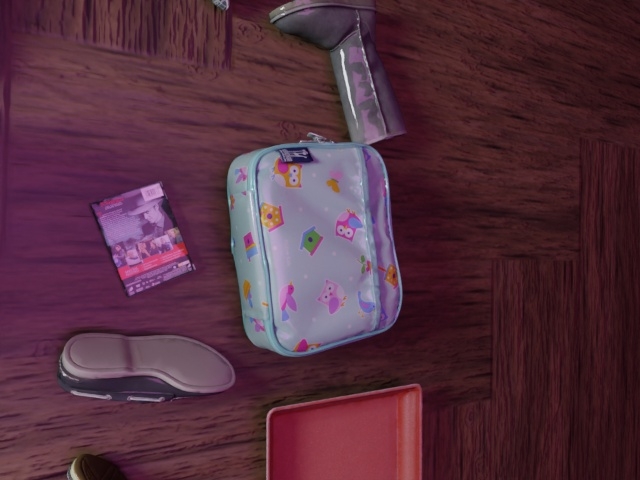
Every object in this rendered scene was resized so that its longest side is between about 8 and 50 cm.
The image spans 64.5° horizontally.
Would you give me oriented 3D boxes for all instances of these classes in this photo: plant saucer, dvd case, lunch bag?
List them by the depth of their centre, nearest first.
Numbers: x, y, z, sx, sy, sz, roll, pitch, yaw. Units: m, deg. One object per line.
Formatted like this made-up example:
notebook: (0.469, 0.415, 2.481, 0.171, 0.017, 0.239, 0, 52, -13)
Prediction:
dvd case: (-0.214, -0.002, 0.614, 0.087, 0.013, 0.119, -24, 102, -27)
lunch bag: (0.000, 0.000, 0.679, 0.224, 0.108, 0.279, -7, 93, -29)
plant saucer: (0.033, 0.346, 0.731, 0.258, 0.047, 0.259, 0, 90, -29)

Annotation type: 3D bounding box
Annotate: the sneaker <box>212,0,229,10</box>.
sneaker: (-0.063, -0.395, 0.640, 0.235, 0.090, 0.095, -35, 121, 2)

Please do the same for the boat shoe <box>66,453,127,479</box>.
boat shoe: (-0.236, 0.308, 0.578, 0.049, 0.056, 0.152, -36, 104, 10)

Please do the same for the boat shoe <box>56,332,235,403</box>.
boat shoe: (-0.204, 0.158, 0.605, 0.206, 0.075, 0.065, 17, 125, -33)

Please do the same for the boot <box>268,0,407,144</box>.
boot: (0.032, -0.235, 0.727, 0.189, 0.076, 0.208, -15, 104, -26)
